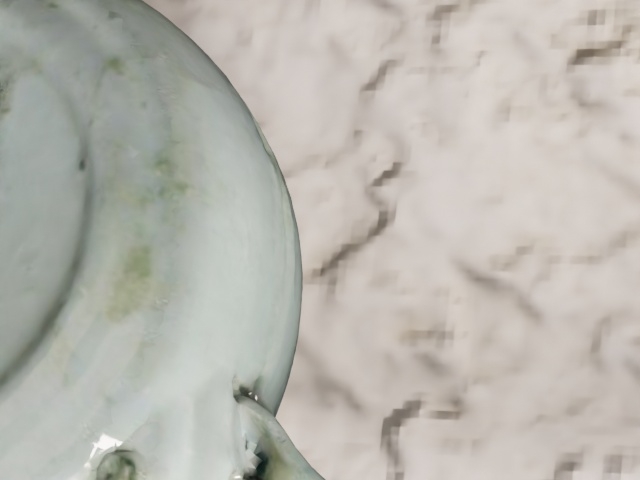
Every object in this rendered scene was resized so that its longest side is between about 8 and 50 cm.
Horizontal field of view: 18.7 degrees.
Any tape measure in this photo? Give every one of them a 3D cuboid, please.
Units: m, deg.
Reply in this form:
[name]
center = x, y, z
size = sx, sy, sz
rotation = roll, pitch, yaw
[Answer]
[tape measure]
center = 0.000, 0.001, 0.383
size = 0.330, 0.084, 0.164
rotation = -12, 70, 13
